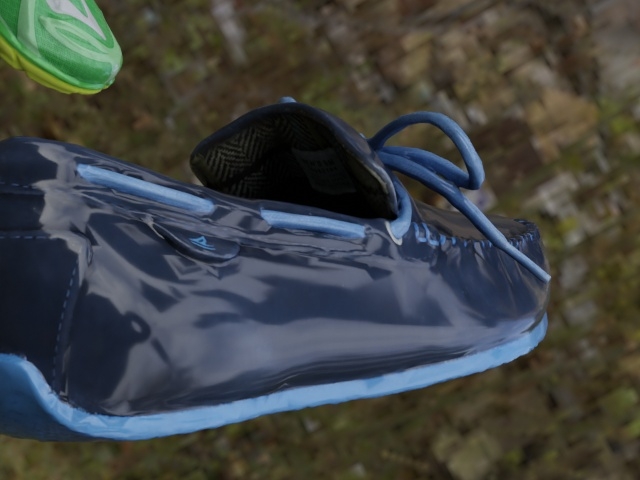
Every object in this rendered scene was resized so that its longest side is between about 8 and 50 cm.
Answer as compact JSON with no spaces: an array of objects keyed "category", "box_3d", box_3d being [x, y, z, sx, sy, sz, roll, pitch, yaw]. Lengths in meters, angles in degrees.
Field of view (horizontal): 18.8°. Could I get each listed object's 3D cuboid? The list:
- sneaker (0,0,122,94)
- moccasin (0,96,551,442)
[{"category":"sneaker","box_3d":[-0.202,-0.232,1.302,0.109,0.123,0.295,-71,139,-64]},{"category":"moccasin","box_3d":[0.000,0.000,0.759,0.342,0.138,0.116,-9,97,-61]}]
